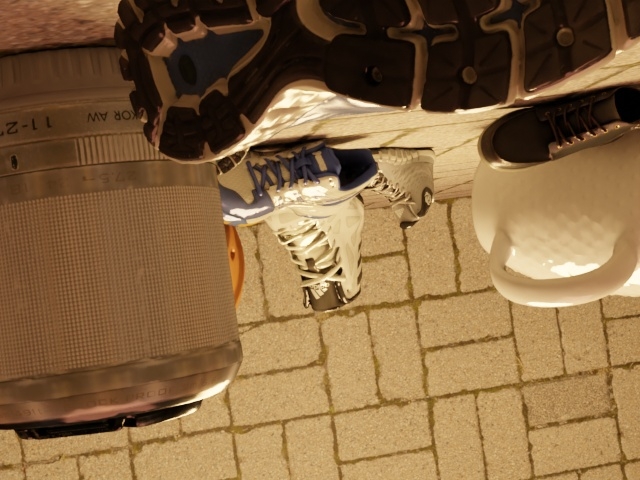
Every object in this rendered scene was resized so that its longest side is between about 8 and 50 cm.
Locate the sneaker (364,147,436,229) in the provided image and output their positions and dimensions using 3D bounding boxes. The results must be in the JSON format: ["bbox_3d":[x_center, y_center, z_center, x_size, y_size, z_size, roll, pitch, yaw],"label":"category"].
[{"bbox_3d":[0.118,-0.082,1.704,0.229,0.132,0.086,-7,178,-42],"label":"sneaker"}]

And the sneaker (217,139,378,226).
[{"bbox_3d":[-0.045,-0.096,1.427,0.296,0.111,0.131,-8,162,-48],"label":"sneaker"}]

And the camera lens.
[{"bbox_3d":[-0.183,0.007,0.813,0.219,0.274,0.219,-8,178,0],"label":"camera lens"}]

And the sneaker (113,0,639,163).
[{"bbox_3d":[0.042,-0.125,0.500,0.330,0.129,0.147,-5,-165,46],"label":"sneaker"}]

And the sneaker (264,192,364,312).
[{"bbox_3d":[0.001,0.000,1.814,0.169,0.257,0.447,-8,178,17],"label":"sneaker"}]

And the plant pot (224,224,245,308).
[{"bbox_3d":[-0.239,0.016,1.465,0.291,0.290,0.203,-7,161,-16],"label":"plant pot"}]

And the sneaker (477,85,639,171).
[{"bbox_3d":[0.319,-0.154,1.348,0.222,0.083,0.118,-17,175,-15],"label":"sneaker"}]

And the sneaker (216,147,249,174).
[{"bbox_3d":[-0.129,-0.107,1.152,0.162,0.063,0.073,-27,-151,43],"label":"sneaker"}]

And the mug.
[{"bbox_3d":[0.387,-0.030,1.524,0.328,0.276,0.374,2,-143,34],"label":"mug"}]
